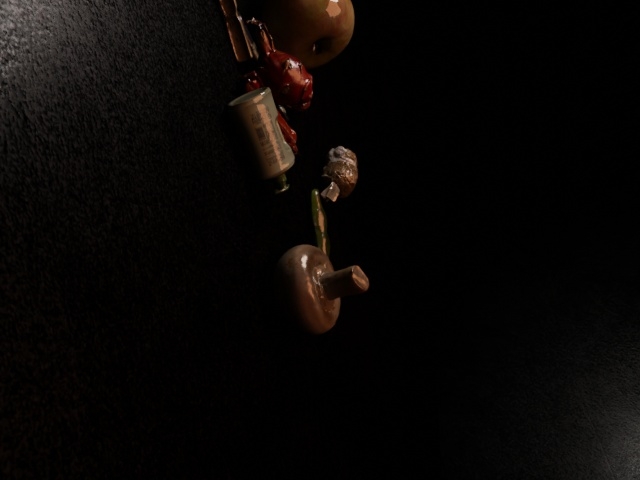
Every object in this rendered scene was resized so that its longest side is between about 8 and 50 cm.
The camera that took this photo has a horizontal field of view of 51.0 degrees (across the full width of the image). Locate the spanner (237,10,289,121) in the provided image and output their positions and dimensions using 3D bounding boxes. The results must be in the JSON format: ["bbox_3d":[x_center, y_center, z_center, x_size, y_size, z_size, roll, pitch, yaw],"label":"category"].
[{"bbox_3d":[-0.149,-0.445,1.720,0.087,0.024,0.316,-82,151,-50],"label":"spanner"}]

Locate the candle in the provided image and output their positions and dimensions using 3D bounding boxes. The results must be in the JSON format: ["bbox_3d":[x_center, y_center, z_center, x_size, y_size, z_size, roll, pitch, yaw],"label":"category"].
[{"bbox_3d":[-0.116,-0.298,1.659,0.302,0.059,0.084,52,40,-53],"label":"candle"}]

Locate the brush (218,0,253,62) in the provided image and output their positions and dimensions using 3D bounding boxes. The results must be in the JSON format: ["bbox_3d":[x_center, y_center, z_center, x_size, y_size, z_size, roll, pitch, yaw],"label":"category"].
[{"bbox_3d":[-0.211,-0.544,1.567,0.036,0.043,0.248,-68,142,-70],"label":"brush"}]

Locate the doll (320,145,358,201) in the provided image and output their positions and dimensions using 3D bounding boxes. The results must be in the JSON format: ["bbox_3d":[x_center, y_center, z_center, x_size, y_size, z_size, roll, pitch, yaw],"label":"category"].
[{"bbox_3d":[0.059,-0.193,2.021,0.221,0.105,0.115,-82,154,-49],"label":"doll"}]

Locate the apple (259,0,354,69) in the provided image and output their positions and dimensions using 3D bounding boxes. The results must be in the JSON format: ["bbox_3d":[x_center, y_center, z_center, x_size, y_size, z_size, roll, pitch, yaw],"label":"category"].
[{"bbox_3d":[-0.040,-0.592,1.774,0.257,0.256,0.234,23,45,-67],"label":"apple"}]

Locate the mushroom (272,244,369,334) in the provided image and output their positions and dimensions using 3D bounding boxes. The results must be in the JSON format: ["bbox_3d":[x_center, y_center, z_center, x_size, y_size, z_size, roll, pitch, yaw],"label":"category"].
[{"bbox_3d":[0.004,0.103,1.502,0.207,0.215,0.207,38,44,-50],"label":"mushroom"}]

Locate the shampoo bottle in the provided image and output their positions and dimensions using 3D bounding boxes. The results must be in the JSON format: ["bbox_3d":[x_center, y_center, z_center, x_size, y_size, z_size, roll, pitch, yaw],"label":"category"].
[{"bbox_3d":[-0.124,-0.219,1.528,0.118,0.087,0.234,-43,122,-43],"label":"shampoo bottle"}]

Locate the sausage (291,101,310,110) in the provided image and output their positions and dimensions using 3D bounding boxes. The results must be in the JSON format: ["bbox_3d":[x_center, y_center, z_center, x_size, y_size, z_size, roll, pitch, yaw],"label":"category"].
[{"bbox_3d":[-0.069,-0.408,1.833,0.141,0.076,0.076,60,23,-66],"label":"sausage"}]

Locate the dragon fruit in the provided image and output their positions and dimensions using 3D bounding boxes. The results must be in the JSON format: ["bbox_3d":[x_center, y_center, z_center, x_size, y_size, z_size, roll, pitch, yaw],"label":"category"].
[{"bbox_3d":[-0.110,-0.430,1.637,0.125,0.125,0.246,24,-32,54],"label":"dragon fruit"}]

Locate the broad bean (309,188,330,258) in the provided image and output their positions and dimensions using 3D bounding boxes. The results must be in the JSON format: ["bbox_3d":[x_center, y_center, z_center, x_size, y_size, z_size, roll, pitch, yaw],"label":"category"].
[{"bbox_3d":[0.001,0.000,1.824,0.060,0.043,0.298,19,61,-57],"label":"broad bean"}]
